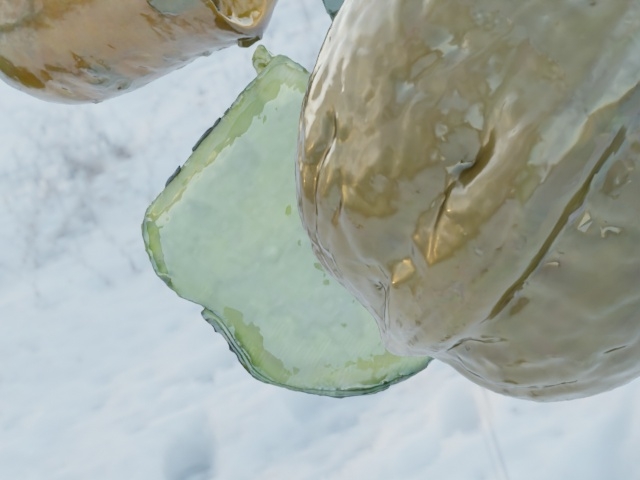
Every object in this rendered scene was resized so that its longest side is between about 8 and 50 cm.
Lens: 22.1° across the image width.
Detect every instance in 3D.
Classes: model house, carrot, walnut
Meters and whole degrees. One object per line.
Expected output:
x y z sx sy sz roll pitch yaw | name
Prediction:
0.000 0.000 1.627 0.261 0.321 0.266 -49 -1 2 | model house
-0.212 -0.269 1.737 0.340 0.224 0.224 -11 18 32 | carrot
0.139 -0.062 0.997 0.332 0.333 0.333 -17 16 5 | walnut

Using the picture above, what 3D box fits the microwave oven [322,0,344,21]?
0.145 -0.395 1.570 0.218 0.286 0.355 -1 30 43 | microwave oven
